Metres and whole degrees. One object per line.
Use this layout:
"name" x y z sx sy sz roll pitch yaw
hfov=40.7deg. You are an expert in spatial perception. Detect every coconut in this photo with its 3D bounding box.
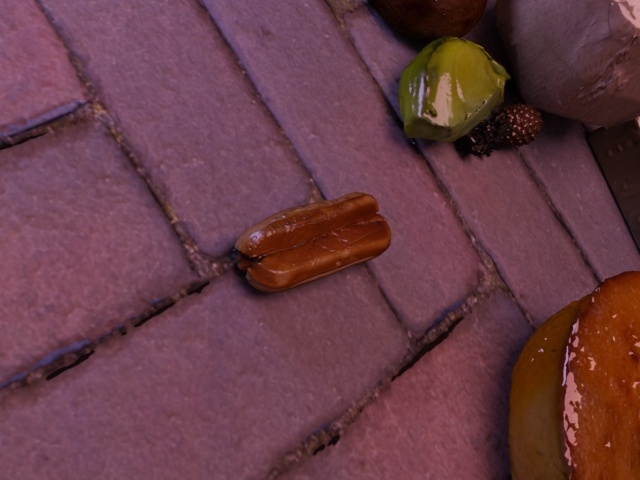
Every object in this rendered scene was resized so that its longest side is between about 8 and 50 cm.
"coconut" 0.458 -0.352 1.396 0.346 0.360 0.346 2 79 -11

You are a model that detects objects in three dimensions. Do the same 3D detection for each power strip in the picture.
"power strip" 0.569 -0.096 1.503 0.070 0.105 0.257 -16 80 -42

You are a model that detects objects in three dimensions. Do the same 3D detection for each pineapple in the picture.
"pineapple" 0.271 -0.168 1.325 0.159 0.074 0.074 -20 82 -36

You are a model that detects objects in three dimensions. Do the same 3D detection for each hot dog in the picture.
"hot dog" 0.000 0.000 1.019 0.235 0.062 0.092 -15 78 -40

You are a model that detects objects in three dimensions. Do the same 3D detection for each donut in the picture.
"donut" 0.395 0.284 1.131 0.377 0.163 0.435 -29 89 -38

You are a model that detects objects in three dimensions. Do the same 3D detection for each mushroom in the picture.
"mushroom" 0.165 -0.414 1.307 0.194 0.138 0.231 -3 70 -40

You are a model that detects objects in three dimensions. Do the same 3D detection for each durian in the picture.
"durian" 0.191 -0.225 1.261 0.139 0.101 0.250 50 44 -10
